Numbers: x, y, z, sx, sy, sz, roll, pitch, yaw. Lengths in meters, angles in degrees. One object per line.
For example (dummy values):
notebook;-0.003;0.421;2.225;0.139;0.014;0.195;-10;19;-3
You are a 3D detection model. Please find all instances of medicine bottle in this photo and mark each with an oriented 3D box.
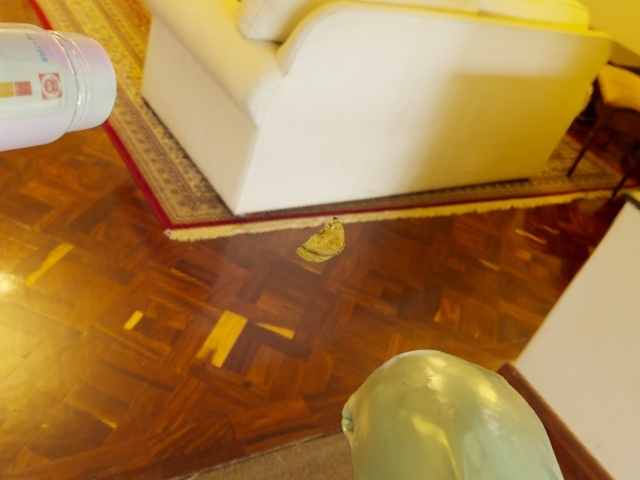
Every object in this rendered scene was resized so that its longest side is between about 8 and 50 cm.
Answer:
medicine bottle;-0.379;-0.182;0.757;0.152;0.151;0.254;31;27;15

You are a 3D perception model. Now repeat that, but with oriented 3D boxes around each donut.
donut;0.000;0.000;0.933;0.067;0.038;0.083;20;47;-17

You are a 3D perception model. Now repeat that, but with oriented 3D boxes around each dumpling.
dumpling;0.131;0.237;0.619;0.270;0.212;0.320;50;17;-35
